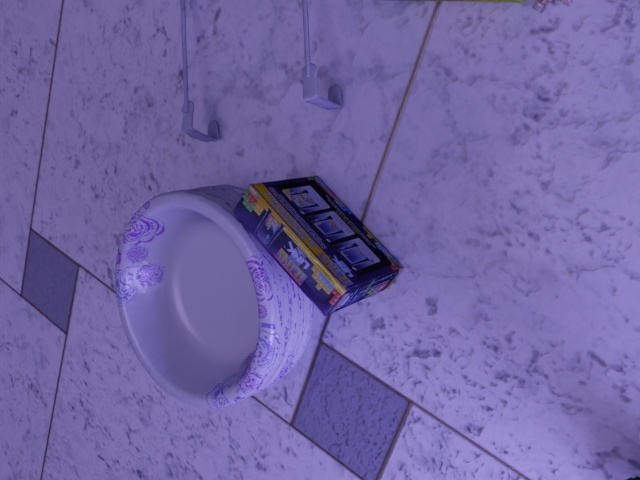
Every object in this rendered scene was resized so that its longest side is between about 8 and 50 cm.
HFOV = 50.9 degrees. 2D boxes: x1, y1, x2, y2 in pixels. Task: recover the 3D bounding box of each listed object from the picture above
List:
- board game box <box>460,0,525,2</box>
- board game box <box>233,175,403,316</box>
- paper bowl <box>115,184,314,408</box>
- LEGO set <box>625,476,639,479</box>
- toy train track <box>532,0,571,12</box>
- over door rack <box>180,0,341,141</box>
[{"bbox_3d":[0.129,-0.304,0.711,0.181,0.043,0.092,14,108,32],"label":"board game box"},{"bbox_3d":[0.000,0.000,0.803,0.170,0.141,0.048,48,122,18],"label":"board game box"},{"bbox_3d":[-0.132,0.068,0.904,0.284,0.148,0.284,8,105,33],"label":"paper bowl"},{"bbox_3d":[0.382,0.309,0.533,0.331,0.255,0.192,-8,78,28],"label":"LEGO set"},{"bbox_3d":[0.238,-0.265,0.662,0.048,0.014,0.083,44,120,20],"label":"toy train track"},{"bbox_3d":[-0.116,-0.303,0.844,0.239,0.108,0.324,-6,96,36],"label":"over door rack"}]
